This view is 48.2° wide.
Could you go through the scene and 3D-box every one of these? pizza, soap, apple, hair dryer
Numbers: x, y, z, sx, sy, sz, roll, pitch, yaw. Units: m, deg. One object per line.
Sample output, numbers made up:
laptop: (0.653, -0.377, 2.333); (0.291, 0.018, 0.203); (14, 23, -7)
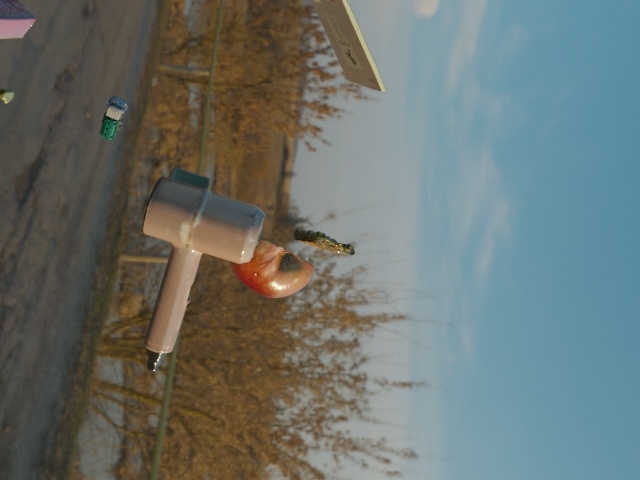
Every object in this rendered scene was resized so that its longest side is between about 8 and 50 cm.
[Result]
pizza: (0.000, 0.000, 1.943); (0.131, 0.178, 0.041); (28, 79, -65)
soap: (-0.841, -0.579, 1.753); (0.081, 0.181, 0.259); (-47, -172, 15)
apple: (-0.176, 0.099, 2.353); (0.251, 0.293, 0.163); (8, -108, 65)
hair dryer: (-0.231, 0.077, 1.232); (0.107, 0.189, 0.344); (-90, -161, -73)

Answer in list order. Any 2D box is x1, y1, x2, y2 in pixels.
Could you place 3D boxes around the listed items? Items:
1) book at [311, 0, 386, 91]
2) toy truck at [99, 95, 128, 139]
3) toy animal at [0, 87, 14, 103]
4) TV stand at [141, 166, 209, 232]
book: (0.037, -0.318, 1.111); (0.182, 0.014, 0.127); (61, -10, -29)
toy truck: (-0.409, -0.239, 1.406); (0.083, 0.039, 0.044); (-55, -163, 42)
toy animal: (-0.610, -0.276, 1.178); (0.073, 0.136, 0.181); (-56, 137, -18)
TV stand: (-0.318, -0.072, 1.554); (0.269, 0.083, 0.088); (153, -48, -65)
